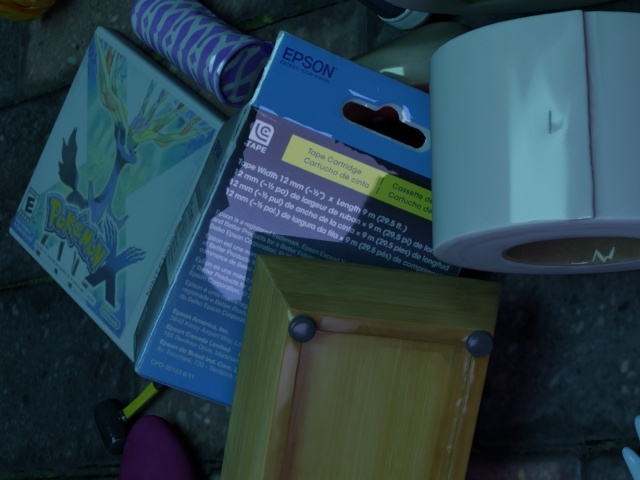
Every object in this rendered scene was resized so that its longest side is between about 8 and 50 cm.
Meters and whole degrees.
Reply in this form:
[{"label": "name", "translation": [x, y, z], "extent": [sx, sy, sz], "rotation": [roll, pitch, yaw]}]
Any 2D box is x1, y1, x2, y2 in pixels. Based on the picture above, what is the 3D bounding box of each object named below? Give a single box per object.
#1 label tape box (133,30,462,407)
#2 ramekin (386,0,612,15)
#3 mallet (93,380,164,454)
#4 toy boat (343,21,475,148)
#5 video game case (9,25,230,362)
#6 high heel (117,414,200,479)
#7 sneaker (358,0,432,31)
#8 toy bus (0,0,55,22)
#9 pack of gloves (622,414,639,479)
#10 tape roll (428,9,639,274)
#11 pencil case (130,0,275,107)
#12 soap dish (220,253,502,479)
[{"label": "label tape box", "translation": [0.000, 0.000, 1.488], "extent": [0.115, 0.249, 0.347], "rotation": [-115, 48, -74]}, {"label": "ramekin", "translation": [0.175, -0.291, 1.351], "extent": [0.303, 0.303, 0.148], "rotation": [-6, 86, 44]}, {"label": "mallet", "translation": [-0.190, 0.179, 1.798], "extent": [0.190, 0.039, 0.062], "rotation": [-38, 57, 29]}, {"label": "toy boat", "translation": [0.078, -0.116, 1.539], "extent": [0.231, 0.151, 0.151], "rotation": [-19, 100, 42]}, {"label": "video game case", "translation": [-0.235, -0.060, 1.882], "extent": [0.329, 0.036, 0.300], "rotation": [39, 110, 41]}, {"label": "high heel", "translation": [-0.213, 0.370, 1.679], "extent": [0.127, 0.181, 0.377], "rotation": [-23, 67, 39]}, {"label": "sneaker", "translation": [0.039, -0.357, 1.570], "extent": [0.099, 0.153, 0.282], "rotation": [-30, 53, 38]}, {"label": "toy bus", "translation": [-0.343, -0.404, 1.994], "extent": [0.211, 0.149, 0.220], "rotation": [-4, 82, 28]}, {"label": "pack of gloves", "translation": [0.354, 0.198, 1.268], "extent": [0.195, 0.046, 0.232], "rotation": [-43, 45, 30]}, {"label": "tape roll", "translation": [0.213, -0.072, 1.303], "extent": [0.246, 0.246, 0.169], "rotation": [-10, 76, 43]}, {"label": "pencil case", "translation": [-0.133, -0.227, 1.786], "extent": [0.088, 0.086, 0.206], "rotation": [-45, 50, -5]}, {"label": "soap dish", "translation": [0.035, 0.169, 1.418], "extent": [0.118, 0.229, 0.290], "rotation": [-122, 40, -73]}]
